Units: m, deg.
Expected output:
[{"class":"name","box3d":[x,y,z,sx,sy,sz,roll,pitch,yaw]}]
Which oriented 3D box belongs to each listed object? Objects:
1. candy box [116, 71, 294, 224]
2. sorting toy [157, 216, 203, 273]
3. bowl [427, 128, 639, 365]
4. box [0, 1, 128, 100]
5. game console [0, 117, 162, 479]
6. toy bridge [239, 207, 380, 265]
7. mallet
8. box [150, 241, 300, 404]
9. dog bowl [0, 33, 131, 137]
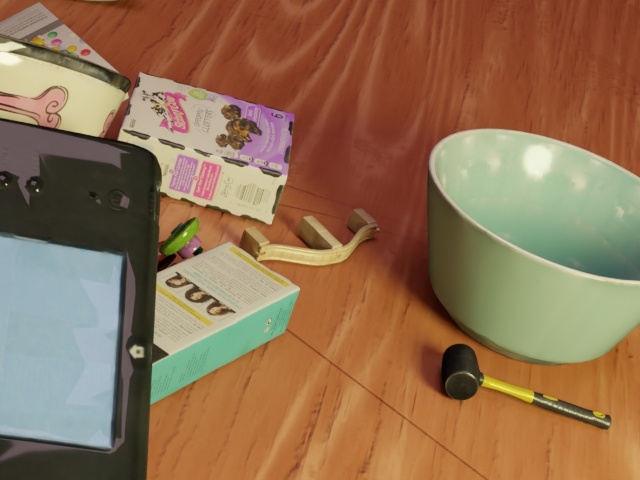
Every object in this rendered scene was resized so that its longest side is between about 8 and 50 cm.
[{"class":"candy box","box3d":[-0.136,-0.110,1.897,0.196,0.070,0.165,15,30,-6]},{"class":"sorting toy","box3d":[-0.145,0.014,1.670,0.042,0.102,0.061,48,46,-9]},{"class":"bowl","box3d":[0.242,0.022,1.804,0.311,0.163,0.311,15,30,-9]},{"class":"box","box3d":[-0.335,-0.189,1.892,0.145,0.038,0.186,-32,54,-22]},{"class":"game console","box3d":[-0.298,0.072,1.310,0.342,0.060,0.387,8,66,-17]},{"class":"toy bridge","box3d":[0.000,0.000,1.838,0.188,0.026,0.063,-11,43,-42]},{"class":"mallet","box3d":[0.212,0.155,1.698,0.189,0.039,0.062,16,27,-15]},{"class":"box","box3d":[-0.132,0.080,1.589,0.100,0.060,0.244,33,32,23]},{"class":"dog bowl","box3d":[-0.396,-0.133,1.564,0.408,0.150,0.408,13,0,0]}]
